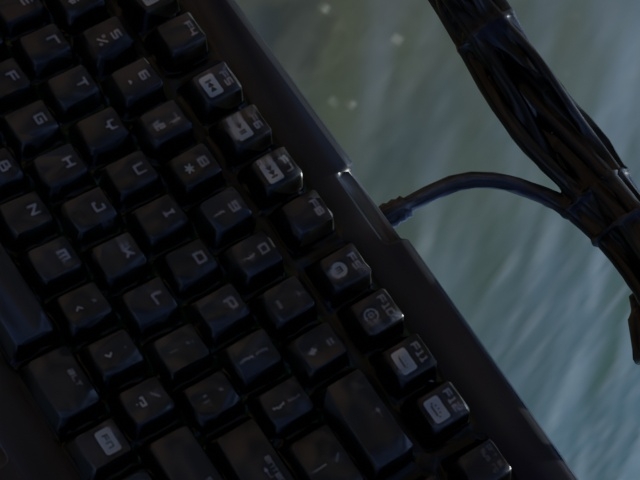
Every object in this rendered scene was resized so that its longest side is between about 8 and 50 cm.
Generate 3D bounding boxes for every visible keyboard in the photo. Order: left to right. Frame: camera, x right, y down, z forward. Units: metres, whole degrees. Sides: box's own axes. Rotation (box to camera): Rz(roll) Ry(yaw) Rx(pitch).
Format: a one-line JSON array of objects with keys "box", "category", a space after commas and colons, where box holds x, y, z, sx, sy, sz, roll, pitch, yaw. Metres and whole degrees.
[{"box": [0.000, 0.000, 0.369, 0.201, 0.317, 0.033, -28, 165, -24], "category": "keyboard"}]
